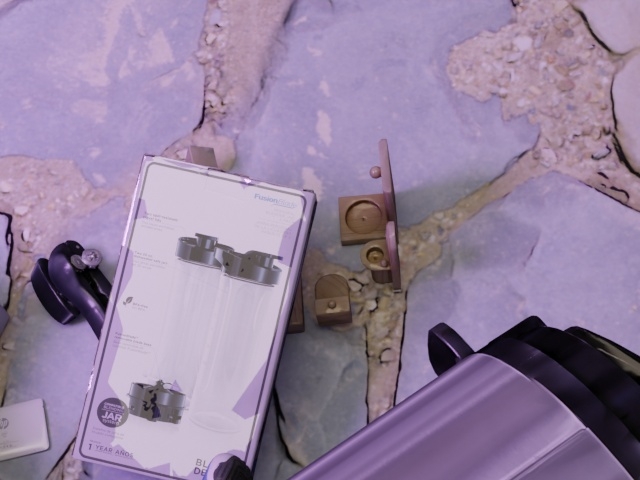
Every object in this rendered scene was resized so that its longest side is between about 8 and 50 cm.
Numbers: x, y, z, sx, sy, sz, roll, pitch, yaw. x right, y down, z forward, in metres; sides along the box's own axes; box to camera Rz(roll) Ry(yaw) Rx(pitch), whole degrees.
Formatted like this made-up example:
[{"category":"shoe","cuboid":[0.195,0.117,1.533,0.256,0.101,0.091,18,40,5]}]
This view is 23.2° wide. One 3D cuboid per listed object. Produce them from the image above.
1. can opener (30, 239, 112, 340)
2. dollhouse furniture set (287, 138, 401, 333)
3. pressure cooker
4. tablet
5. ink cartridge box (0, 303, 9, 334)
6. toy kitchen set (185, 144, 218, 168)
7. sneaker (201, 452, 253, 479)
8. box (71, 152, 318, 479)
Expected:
[{"category":"can opener","cuboid":[-0.214,0.075,1.546,0.186,0.073,0.059,47,40,18]},{"category":"dollhouse furniture set","cuboid":[0.000,0.000,1.512,0.151,0.123,0.144,-6,66,3]},{"category":"pressure cooker","cuboid":[0.169,0.279,1.228,0.420,0.375,0.370,-34,107,-12]},{"category":"tablet","cuboid":[-0.309,0.188,1.525,0.083,0.006,0.054,-13,66,-1]},{"category":"ink cartridge box","cuboid":[-0.407,0.108,1.503,0.128,0.127,0.176,19,69,13]},{"category":"toy kitchen set","cuboid":[-0.138,-0.050,1.599,0.083,0.075,0.068,4,63,-37]},{"category":"sneaker","cuboid":[-0.114,0.283,1.383,0.081,0.080,0.211,21,106,24]},{"category":"box","cuboid":[-0.113,0.079,1.455,0.169,0.087,0.290,12,86,4]}]
